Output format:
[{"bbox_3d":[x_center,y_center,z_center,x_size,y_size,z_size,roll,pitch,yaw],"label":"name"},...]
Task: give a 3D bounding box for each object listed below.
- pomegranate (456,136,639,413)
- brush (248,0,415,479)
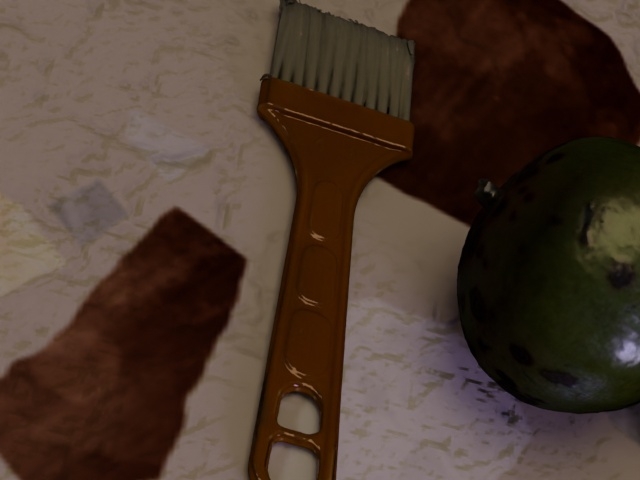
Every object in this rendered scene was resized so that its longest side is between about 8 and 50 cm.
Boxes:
[{"bbox_3d":[0.149,0.022,0.809,0.169,0.148,0.148,18,51,-23],"label":"pomegranate"},{"bbox_3d":[0.000,0.000,0.840,0.090,0.017,0.314,16,53,-11],"label":"brush"}]
